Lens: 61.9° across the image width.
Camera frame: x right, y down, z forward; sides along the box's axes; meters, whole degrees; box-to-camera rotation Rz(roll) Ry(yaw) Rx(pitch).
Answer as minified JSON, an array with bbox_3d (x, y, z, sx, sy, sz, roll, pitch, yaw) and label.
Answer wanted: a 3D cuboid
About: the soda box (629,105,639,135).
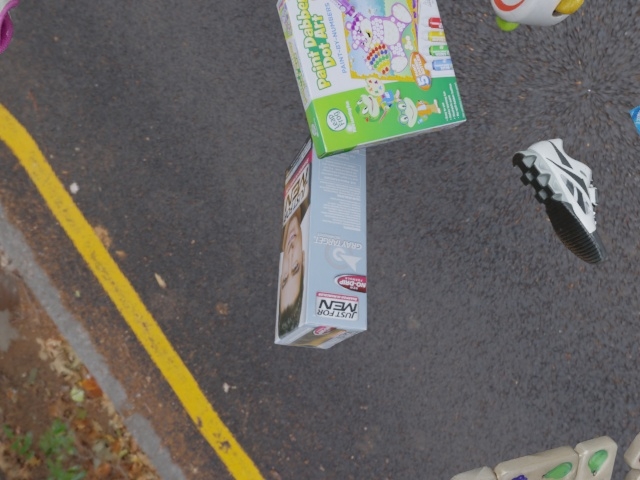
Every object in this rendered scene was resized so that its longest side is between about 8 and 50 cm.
[{"bbox_3d":[0.718,-0.221,1.109,0.067,0.210,0.071,-29,59,38],"label":"soda box"}]

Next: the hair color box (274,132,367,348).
[{"bbox_3d":[0.000,0.000,1.009,0.185,0.114,0.374,134,141,-61],"label":"hair color box"}]

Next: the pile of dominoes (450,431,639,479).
[{"bbox_3d":[0.186,0.248,0.381,0.196,0.040,0.251,-10,116,-11],"label":"pile of dominoes"}]

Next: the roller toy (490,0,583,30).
[{"bbox_3d":[0.496,-0.587,1.202,0.209,0.146,0.191,-171,79,-67],"label":"roller toy"}]

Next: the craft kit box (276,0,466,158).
[{"bbox_3d":[0.082,-0.277,0.835,0.247,0.061,0.249,-16,92,-13],"label":"craft kit box"}]

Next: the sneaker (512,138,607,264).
[{"bbox_3d":[0.619,-0.105,1.291,0.146,0.122,0.330,-28,84,-9],"label":"sneaker"}]

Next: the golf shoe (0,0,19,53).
[{"bbox_3d":[-0.328,-0.173,0.412,0.306,0.140,0.115,14,81,51],"label":"golf shoe"}]
